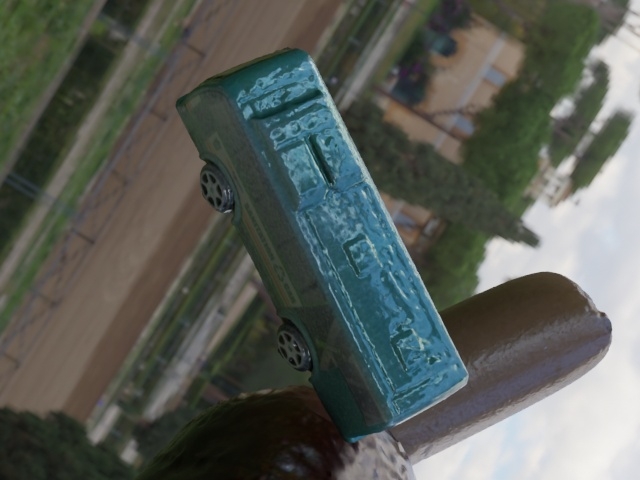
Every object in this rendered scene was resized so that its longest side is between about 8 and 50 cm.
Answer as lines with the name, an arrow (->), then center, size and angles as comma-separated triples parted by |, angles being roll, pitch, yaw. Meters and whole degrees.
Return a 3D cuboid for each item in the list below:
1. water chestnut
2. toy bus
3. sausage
water chestnut -> -0.044, 0.245, 0.940 | 0.244, 0.289, 0.289 | -9, 151, -30
toy bus -> 0.000, 0.000, 0.844 | 0.091, 0.262, 0.109 | -27, 179, -26
sausage -> 0.144, 0.121, 1.226 | 0.252, 0.123, 0.123 | -24, 176, -9
